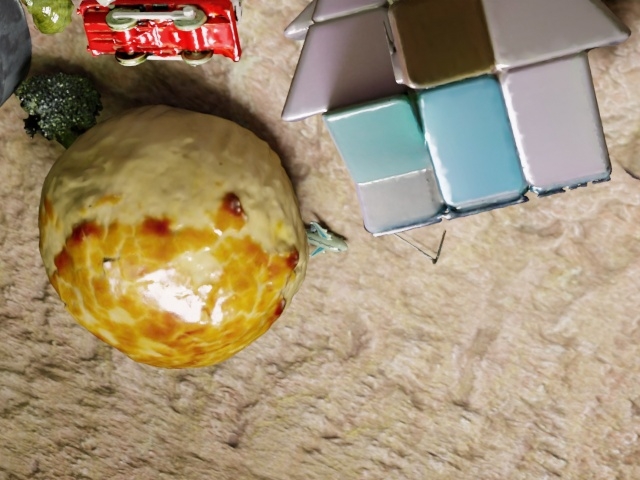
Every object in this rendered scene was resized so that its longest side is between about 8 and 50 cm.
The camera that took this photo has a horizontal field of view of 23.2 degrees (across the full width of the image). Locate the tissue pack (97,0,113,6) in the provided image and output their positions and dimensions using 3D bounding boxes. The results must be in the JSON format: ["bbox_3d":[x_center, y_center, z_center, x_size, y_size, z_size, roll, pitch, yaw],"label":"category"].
[{"bbox_3d":[-0.287,-0.504,1.637,0.332,0.205,0.405,37,152,32],"label":"tissue pack"}]

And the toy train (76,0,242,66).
[{"bbox_3d":[-0.198,-0.283,1.969,0.204,0.131,0.082,2,131,12],"label":"toy train"}]

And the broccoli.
[{"bbox_3d":[-0.362,-0.163,2.231,0.122,0.118,0.204,-13,152,1],"label":"broccoli"}]

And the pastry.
[{"bbox_3d":[-0.205,0.011,2.140,0.389,0.312,0.388,12,140,10],"label":"pastry"}]

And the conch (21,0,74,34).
[{"bbox_3d":[-0.376,-0.318,2.064,0.089,0.074,0.121,27,-176,24],"label":"conch"}]

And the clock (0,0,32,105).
[{"bbox_3d":[-0.595,-0.313,2.194,0.386,0.076,0.386,16,141,14],"label":"clock"}]

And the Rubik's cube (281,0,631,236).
[{"bbox_3d":[0.152,-0.216,1.681,0.387,0.358,0.368,-13,95,8],"label":"Rubik's cube"}]

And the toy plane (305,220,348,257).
[{"bbox_3d":[0.001,-0.002,2.245,0.083,0.033,0.080,12,140,7],"label":"toy plane"}]

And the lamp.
[{"bbox_3d":[0.112,-0.007,2.176,0.121,0.041,0.054,25,150,7],"label":"lamp"}]
